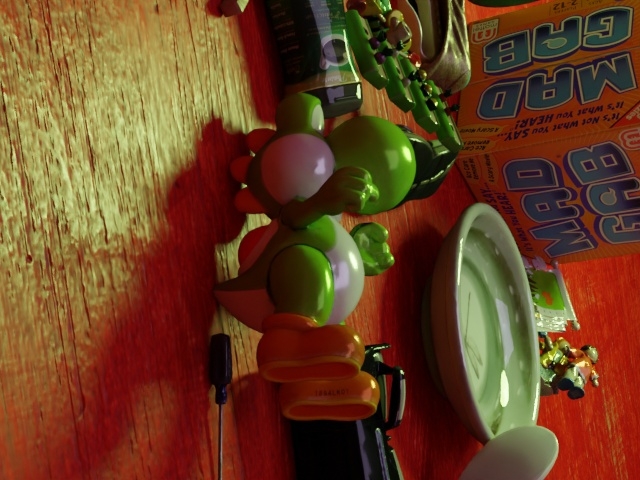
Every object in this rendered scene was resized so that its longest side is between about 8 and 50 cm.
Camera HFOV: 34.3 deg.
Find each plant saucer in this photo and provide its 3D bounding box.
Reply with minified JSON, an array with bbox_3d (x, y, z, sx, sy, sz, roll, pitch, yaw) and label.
[{"bbox_3d":[0.242,0.144,1.626,0.400,0.100,0.401,29,57,-58],"label":"plant saucer"}]

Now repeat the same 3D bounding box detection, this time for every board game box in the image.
[{"bbox_3d":[0.491,-0.207,1.947,0.356,0.356,0.356,52,38,-43],"label":"board game box"}]

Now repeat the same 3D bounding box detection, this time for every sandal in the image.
[{"bbox_3d":[0.108,-0.111,1.465,0.086,0.120,0.303,41,17,16],"label":"sandal"}]

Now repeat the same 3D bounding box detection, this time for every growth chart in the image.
[{"bbox_3d":[0.383,0.098,1.890,0.237,0.021,0.172,1,61,-41],"label":"growth chart"}]

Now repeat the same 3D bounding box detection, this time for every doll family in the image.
[{"bbox_3d":[0.414,0.188,1.961,0.263,0.118,0.163,51,40,-5],"label":"doll family"}]

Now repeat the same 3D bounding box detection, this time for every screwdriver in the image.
[{"bbox_3d":[-0.099,0.178,1.034,0.025,0.024,0.170,112,-22,-86],"label":"screwdriver"}]

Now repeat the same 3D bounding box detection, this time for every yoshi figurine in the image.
[{"bbox_3d":[0.026,-0.007,1.083,0.203,0.203,0.362,22,50,-33],"label":"yoshi figurine"}]

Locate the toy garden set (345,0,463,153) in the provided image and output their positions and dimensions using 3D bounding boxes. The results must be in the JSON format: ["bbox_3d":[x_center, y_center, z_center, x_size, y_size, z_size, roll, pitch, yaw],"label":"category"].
[{"bbox_3d":[0.114,-0.256,1.415,0.244,0.049,0.204,30,36,-49],"label":"toy garden set"}]

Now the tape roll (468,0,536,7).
[{"bbox_3d":[0.407,-0.548,1.933,0.077,0.321,0.321,64,31,-30],"label":"tape roll"}]

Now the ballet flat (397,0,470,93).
[{"bbox_3d":[0.170,-0.405,1.684,0.124,0.116,0.343,3,82,-42],"label":"ballet flat"}]

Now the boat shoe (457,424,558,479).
[{"bbox_3d":[0.234,0.364,1.460,0.258,0.095,0.084,-36,140,-14],"label":"boat shoe"}]

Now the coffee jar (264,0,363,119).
[{"bbox_3d":[-0.009,-0.240,1.267,0.096,0.079,0.184,-15,95,-40],"label":"coffee jar"}]

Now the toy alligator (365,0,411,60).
[{"bbox_3d":[0.085,-0.330,1.530,0.051,0.056,0.190,-33,119,-17],"label":"toy alligator"}]

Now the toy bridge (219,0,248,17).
[{"bbox_3d":[-0.126,-0.335,1.135,0.188,0.026,0.063,61,32,-35],"label":"toy bridge"}]

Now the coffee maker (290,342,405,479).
[{"bbox_3d":[0.012,0.213,1.156,0.171,0.120,0.178,-6,85,-30],"label":"coffee maker"}]
